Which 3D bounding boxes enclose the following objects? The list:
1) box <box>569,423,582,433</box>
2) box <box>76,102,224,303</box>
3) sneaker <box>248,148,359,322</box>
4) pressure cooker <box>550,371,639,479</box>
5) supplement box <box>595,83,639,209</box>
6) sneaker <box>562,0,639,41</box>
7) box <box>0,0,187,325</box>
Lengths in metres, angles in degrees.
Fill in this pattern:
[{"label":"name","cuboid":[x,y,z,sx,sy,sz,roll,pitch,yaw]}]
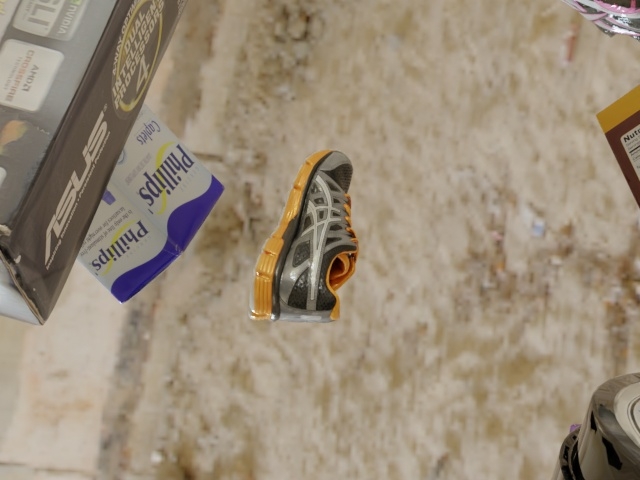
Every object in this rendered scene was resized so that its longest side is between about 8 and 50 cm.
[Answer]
[{"label":"box","cuboid":[0.453,0.291,1.523,0.201,0.293,0.057,-19,45,43]},{"label":"box","cuboid":[-0.154,-0.045,0.973,0.072,0.137,0.126,-38,12,25]},{"label":"sneaker","cuboid":[0.000,0.000,1.210,0.084,0.083,0.215,92,-166,-49]},{"label":"pressure cooker","cuboid":[0.280,0.247,0.712,0.370,0.375,0.420,22,105,32]},{"label":"supplement box","cuboid":[0.337,-0.028,0.966,0.129,0.191,0.194,-36,55,29]},{"label":"sneaker","cuboid":[0.259,-0.226,1.212,0.072,0.077,0.178,-38,38,1]},{"label":"box","cuboid":[-0.212,-0.182,0.643,0.097,0.318,0.395,89,-161,-64]}]
